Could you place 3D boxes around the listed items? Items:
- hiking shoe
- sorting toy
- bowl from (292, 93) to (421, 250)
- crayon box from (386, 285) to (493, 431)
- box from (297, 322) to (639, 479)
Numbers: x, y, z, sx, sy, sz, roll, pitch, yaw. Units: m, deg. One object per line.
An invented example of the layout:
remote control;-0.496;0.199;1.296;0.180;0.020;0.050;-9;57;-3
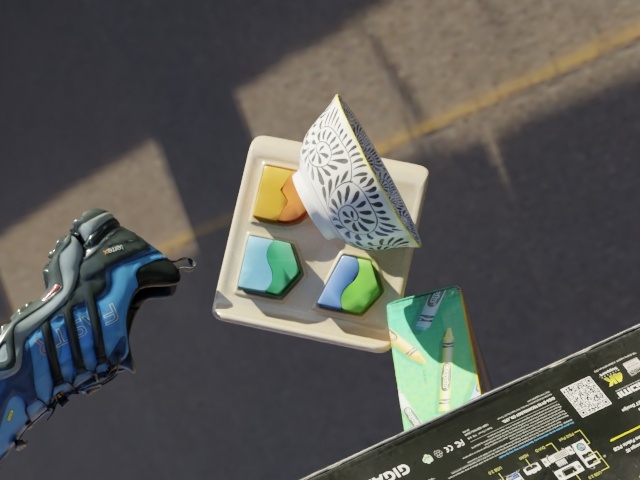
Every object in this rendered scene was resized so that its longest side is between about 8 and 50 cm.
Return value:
hiking shoe;-0.256;0.117;1.851;0.132;0.304;0.113;29;170;5
sorting toy;0.000;0.000;1.901;0.038;0.193;0.208;72;-150;-74
bowl;0.025;-0.050;1.785;0.170;0.080;0.170;59;-173;-12
crayon box;0.136;0.201;1.798;0.278;0.081;0.165;-97;-11;-47
box;0.171;0.217;1.228;0.257;0.322;0.079;54;151;27
